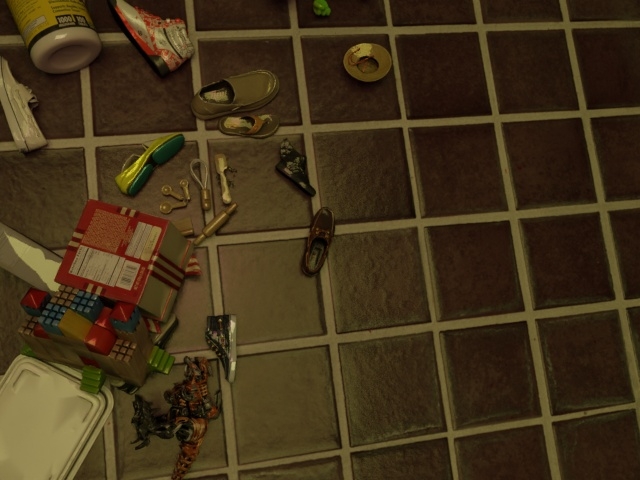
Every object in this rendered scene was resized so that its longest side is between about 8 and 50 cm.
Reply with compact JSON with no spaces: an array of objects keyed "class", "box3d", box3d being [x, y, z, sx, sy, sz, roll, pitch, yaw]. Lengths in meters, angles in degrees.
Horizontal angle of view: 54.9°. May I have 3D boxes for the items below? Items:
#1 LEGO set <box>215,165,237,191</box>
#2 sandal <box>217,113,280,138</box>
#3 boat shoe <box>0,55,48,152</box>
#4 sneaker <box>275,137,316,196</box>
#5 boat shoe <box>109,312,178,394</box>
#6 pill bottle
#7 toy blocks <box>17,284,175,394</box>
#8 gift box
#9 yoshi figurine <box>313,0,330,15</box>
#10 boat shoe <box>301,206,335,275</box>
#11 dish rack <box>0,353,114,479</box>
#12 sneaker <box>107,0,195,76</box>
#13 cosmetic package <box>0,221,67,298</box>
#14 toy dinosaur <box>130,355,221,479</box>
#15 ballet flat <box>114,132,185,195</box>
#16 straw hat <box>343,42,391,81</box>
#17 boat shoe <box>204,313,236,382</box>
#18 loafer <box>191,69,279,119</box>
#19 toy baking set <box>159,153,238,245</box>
[{"class":"LEGO set","box3d":[-0.267,-0.171,1.753,0.054,0.023,0.083,43,63,-3]},{"class":"sandal","box3d":[-0.205,-0.335,1.775,0.180,0.049,0.072,-1,80,-10]},{"class":"boat shoe","box3d":[-0.806,-0.371,1.655,0.088,0.096,0.268,-18,85,-16]},{"class":"sneaker","box3d":[-0.062,-0.210,1.777,0.170,0.051,0.089,38,81,2]},{"class":"boat shoe","box3d":[-0.452,0.295,1.620,0.233,0.084,0.079,-55,131,-20]},{"class":"pill bottle","box3d":[-0.741,-0.640,1.663,0.187,0.188,0.334,-25,85,-13]},{"class":"toy blocks","box3d":[-0.559,0.213,1.452,0.381,0.261,0.191,12,54,9]},{"class":"gift box","box3d":[-0.462,0.075,1.548,0.276,0.258,0.255,20,75,8]},{"class":"yoshi figurine","box3d":[-0.015,-0.786,1.819,0.362,0.203,0.204,-7,88,-8]},{"class":"boat shoe","box3d":[0.000,0.000,1.742,0.073,0.073,0.207,14,77,-6]},{"class":"dish rack","box3d":[-0.714,0.472,1.536,0.285,0.072,0.333,28,76,-3]},{"class":"sneaker","box3d":[-0.476,-0.610,1.757,0.145,0.090,0.270,-38,92,-15]},{"class":"cosmetic package","box3d":[-0.733,0.059,1.576,0.238,0.127,0.107,34,76,-1]},{"class":"toy dinosaur","box3d":[-0.358,0.459,1.567,0.218,0.164,0.322,10,56,-24]},{"class":"ballet flat","box3d":[-0.478,-0.227,1.700,0.077,0.077,0.231,37,78,15]},{"class":"straw hat","box3d":[0.143,-0.524,1.863,0.144,0.061,0.145,-1,70,4]},{"class":"boat shoe","box3d":[-0.267,0.290,1.651,0.083,0.065,0.184,0,73,-9]},{"class":"loafer","box3d":[-0.239,-0.420,1.762,0.268,0.092,0.102,-24,85,-13]},{"class":"toy baking set","box3d":[-0.331,-0.116,1.706,0.256,0.030,0.197,-40,87,-4]}]
